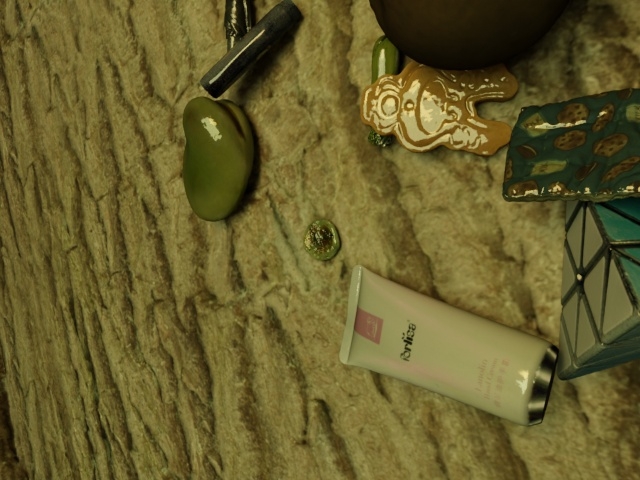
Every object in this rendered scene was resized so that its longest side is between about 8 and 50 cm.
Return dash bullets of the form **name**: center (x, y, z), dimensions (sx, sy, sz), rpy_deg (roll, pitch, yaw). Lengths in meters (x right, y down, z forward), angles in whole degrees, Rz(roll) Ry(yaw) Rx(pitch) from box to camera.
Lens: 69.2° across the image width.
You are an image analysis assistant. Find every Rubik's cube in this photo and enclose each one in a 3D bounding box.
- **Rubik's cube**: center (0.388, 0.052, 0.557), dimensions (0.233, 0.229, 0.228), rpy_deg (-47, 107, -11)

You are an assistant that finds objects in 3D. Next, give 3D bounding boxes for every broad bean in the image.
- **broad bean**: center (-0.219, -0.167, 0.986), dimensions (0.189, 0.121, 0.263), rpy_deg (27, 121, 30)

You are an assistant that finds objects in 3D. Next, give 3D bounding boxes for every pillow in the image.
- **pillow**: center (0.361, -0.119, 0.566), dimensions (0.255, 0.034, 0.189), rpy_deg (1, 54, 35)

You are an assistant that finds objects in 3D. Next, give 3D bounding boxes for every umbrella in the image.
- **umbrella**: center (-0.172, -0.485, 0.957), dimensions (0.066, 0.059, 0.236), rpy_deg (14, 104, 55)

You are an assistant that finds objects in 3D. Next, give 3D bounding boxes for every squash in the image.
- **squash**: center (0.108, -0.250, 0.781), dimensions (0.052, 0.052, 0.183), rpy_deg (6, 97, 34)

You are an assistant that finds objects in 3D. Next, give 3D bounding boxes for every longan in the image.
- **longan**: center (0.180, -0.360, 0.578), dimensions (0.297, 0.297, 0.297), rpy_deg (3, 94, 34)

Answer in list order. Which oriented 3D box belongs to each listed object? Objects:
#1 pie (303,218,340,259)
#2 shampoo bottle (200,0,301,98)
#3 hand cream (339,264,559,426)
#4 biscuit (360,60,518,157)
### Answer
- **pie**: center (0.000, 0.000, 0.891), dimensions (0.085, 0.017, 0.085), rpy_deg (2, 94, 35)
- **shampoo bottle**: center (-0.136, -0.374, 0.905), dimensions (0.233, 0.087, 0.049), rpy_deg (-39, 115, 12)
- **hand cream**: center (0.178, 0.164, 0.731), dimensions (0.358, 0.118, 0.186), rpy_deg (13, 100, 40)
- **biscuit**: center (0.177, -0.207, 0.718), dimensions (0.236, 0.040, 0.144), rpy_deg (8, 92, 18)
